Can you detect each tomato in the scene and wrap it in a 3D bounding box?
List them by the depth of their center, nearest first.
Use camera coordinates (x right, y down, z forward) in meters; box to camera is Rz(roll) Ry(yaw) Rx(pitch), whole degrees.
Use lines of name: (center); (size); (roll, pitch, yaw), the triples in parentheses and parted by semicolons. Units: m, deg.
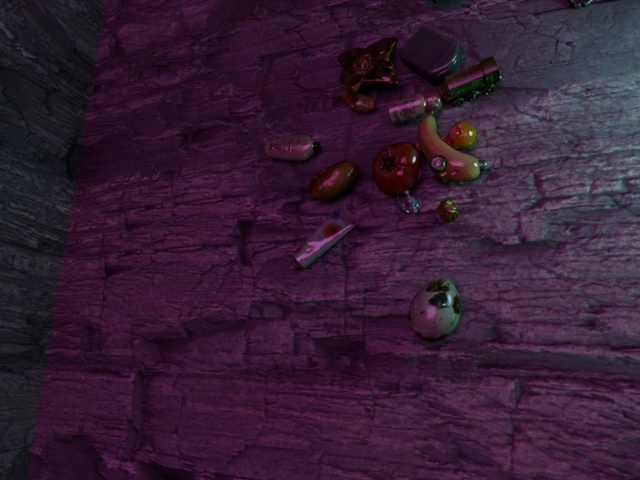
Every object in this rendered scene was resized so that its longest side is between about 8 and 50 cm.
tomato: (0.282, -0.287, 1.827); (0.225, 0.085, 0.224); (-10, 77, 47)

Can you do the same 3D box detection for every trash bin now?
trash bin: (0.457, -0.746, 1.904); (0.176, 0.101, 0.236); (-50, 60, 7)

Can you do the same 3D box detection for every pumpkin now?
pumpkin: (0.190, -0.736, 1.991); (0.291, 0.095, 0.258); (-6, 61, 25)

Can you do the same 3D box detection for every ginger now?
ginger: (0.158, -0.605, 2.016); (0.095, 0.069, 0.190); (-42, 63, 7)

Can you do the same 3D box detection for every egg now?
egg: (0.398, 0.237, 1.624); (0.169, 0.169, 0.231); (16, 69, 27)

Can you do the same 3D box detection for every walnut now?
walnut: (0.050, -0.242, 1.932); (0.245, 0.137, 0.137); (-32, 65, 5)

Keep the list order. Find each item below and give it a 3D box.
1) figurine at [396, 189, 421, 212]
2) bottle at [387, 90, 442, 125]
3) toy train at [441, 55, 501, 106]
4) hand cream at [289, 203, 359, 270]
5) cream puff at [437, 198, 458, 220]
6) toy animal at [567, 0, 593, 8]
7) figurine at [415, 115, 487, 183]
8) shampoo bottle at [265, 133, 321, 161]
figurine: (0.338, -0.141, 1.798); (0.082, 0.086, 0.094); (-32, 65, 12)
bottle: (0.379, -0.530, 1.876); (0.209, 0.097, 0.109); (-12, 52, 22)
toy train: (0.570, -0.599, 1.789); (0.226, 0.137, 0.090); (-19, 69, 18)
hand cream: (0.000, 0.000, 1.929); (0.341, 0.078, 0.124); (-45, 62, 2)
cream puff: (0.471, -0.113, 1.745); (0.083, 0.058, 0.083); (0, 78, 27)
toy animal: (0.968, -0.947, 1.734); (0.233, 0.084, 0.147); (-6, 73, 27)
figurine: (0.490, -0.357, 1.770); (0.222, 0.124, 0.324); (-32, 61, 14)
shampoo bottle: (-0.117, -0.410, 2.082); (0.257, 0.078, 0.127); (3, 72, 27)
